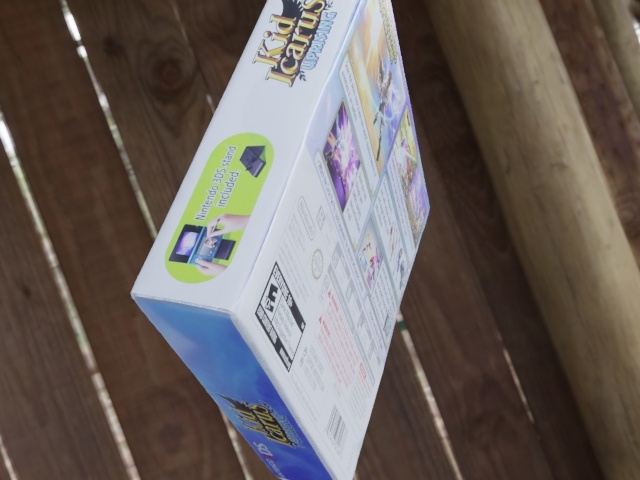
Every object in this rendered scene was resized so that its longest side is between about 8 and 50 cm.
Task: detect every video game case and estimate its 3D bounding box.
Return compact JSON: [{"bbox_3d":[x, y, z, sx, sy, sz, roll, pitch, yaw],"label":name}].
[{"bbox_3d":[0.000,0.000,0.563,0.061,0.244,0.269,10,-30,20],"label":"video game case"}]
